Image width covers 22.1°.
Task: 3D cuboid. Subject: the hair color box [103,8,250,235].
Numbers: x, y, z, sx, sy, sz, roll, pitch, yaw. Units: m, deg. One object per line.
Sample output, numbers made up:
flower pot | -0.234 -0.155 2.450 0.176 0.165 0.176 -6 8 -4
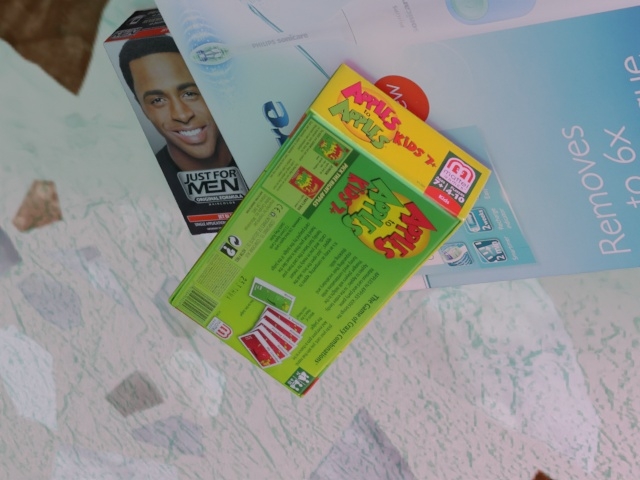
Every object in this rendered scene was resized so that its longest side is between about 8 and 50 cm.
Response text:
hair color box | -0.069 -0.073 0.996 0.072 0.043 0.141 -5 122 32

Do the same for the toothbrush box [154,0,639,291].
toothbrush box | 0.093 -0.100 0.834 0.295 0.126 0.216 -6 124 33

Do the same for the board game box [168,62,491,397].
board game box | 0.000 0.000 0.848 0.092 0.043 0.181 36 137 -3
